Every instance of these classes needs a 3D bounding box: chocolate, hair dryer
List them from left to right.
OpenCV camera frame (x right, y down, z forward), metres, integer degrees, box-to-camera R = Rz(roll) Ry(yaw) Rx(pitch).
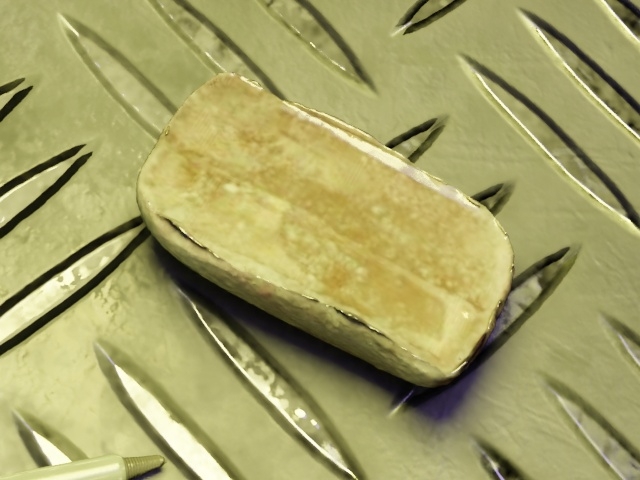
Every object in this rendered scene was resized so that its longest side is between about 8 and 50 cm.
[{"bbox_3d":[-0.206,0.167,1.235,0.183,0.044,0.155,-21,73,-25],"label":"hair dryer"},{"bbox_3d":[0.000,0.000,1.315,0.303,0.100,0.185,30,53,0],"label":"chocolate"}]
